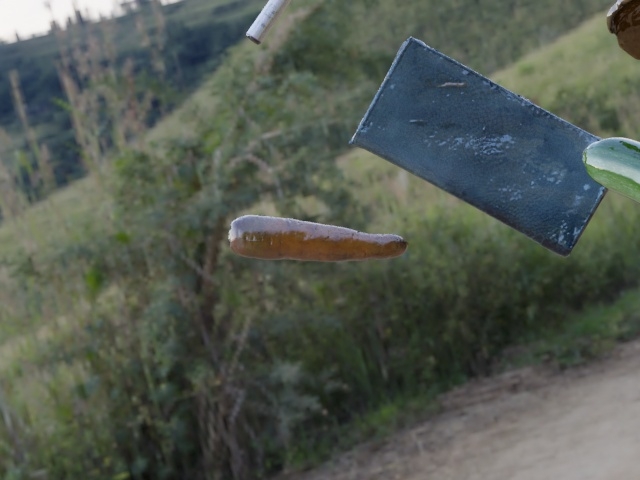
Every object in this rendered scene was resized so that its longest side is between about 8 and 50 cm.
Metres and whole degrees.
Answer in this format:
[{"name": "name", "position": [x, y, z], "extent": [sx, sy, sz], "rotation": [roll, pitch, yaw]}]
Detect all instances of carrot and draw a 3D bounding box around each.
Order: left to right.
[{"name": "carrot", "position": [0.000, 0.000, 1.278], "extent": [0.191, 0.047, 0.047], "rotation": [3, -2, -8]}]

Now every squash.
[{"name": "squash", "position": [0.411, -0.065, 1.486], "extent": [0.077, 0.068, 0.219], "rotation": [-30, 48, -25]}]

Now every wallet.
[{"name": "wallet", "position": [0.253, -0.139, 1.856], "extent": [0.379, 0.191, 0.046], "rotation": [29, -1, 4]}]

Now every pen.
[{"name": "pen", "position": [-0.034, -0.435, 2.009], "extent": [0.269, 0.033, 0.033], "rotation": [-55, -2, 4]}]

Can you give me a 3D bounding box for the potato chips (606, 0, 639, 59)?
[{"name": "potato chips", "position": [0.425, -0.248, 1.381], "extent": [0.201, 0.049, 0.150], "rotation": [-3, -38, 25]}]
